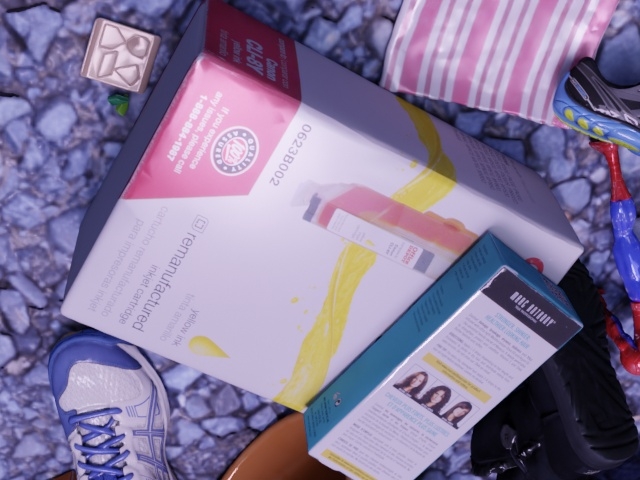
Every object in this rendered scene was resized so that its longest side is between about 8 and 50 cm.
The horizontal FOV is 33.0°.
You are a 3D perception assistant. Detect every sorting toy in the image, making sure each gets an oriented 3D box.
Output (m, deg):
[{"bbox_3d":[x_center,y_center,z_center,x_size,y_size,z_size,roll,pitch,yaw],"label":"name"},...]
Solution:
[{"bbox_3d":[-0.186,-0.157,0.988,0.062,0.012,0.083,14,110,-18],"label":"sorting toy"}]

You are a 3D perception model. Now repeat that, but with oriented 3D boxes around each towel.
[{"bbox_3d":[0.165,-0.187,1.002,0.197,0.029,0.144,11,114,-11],"label":"towel"}]

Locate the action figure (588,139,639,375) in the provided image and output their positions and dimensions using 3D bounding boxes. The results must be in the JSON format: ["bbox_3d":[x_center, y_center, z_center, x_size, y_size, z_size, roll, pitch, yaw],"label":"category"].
[{"bbox_3d":[0.325,0.031,1.104,0.091,0.139,0.280,-9,94,1],"label":"action figure"}]

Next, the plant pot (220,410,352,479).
[{"bbox_3d":[0.009,0.344,1.099,0.203,0.291,0.291,36,108,-20],"label":"plant pot"}]

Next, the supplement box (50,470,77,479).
[{"bbox_3d":[-0.357,0.341,1.181,0.233,0.080,0.078,-25,115,5],"label":"supplement box"}]

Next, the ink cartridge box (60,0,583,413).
[{"bbox_3d":[0.000,0.000,0.998,0.385,0.160,0.279,25,114,-18],"label":"ink cartridge box"}]

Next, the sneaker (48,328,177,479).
[{"bbox_3d":[-0.203,0.234,1.115,0.112,0.131,0.296,-14,115,3],"label":"sneaker"}]

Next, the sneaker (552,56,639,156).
[{"bbox_3d":[0.309,-0.113,0.990,0.188,0.067,0.078,23,92,-1],"label":"sneaker"}]

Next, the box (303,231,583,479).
[{"bbox_3d":[0.101,0.114,0.943,0.100,0.060,0.244,36,109,-23],"label":"box"}]

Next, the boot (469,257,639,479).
[{"bbox_3d":[0.215,0.151,1.124,0.094,0.246,0.207,-1,152,-25],"label":"boot"}]
